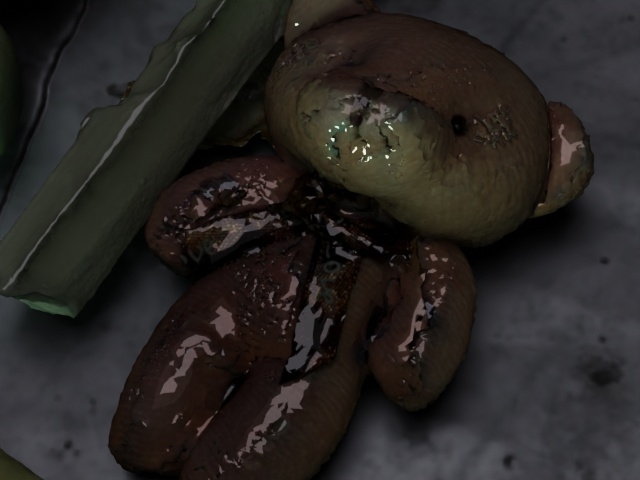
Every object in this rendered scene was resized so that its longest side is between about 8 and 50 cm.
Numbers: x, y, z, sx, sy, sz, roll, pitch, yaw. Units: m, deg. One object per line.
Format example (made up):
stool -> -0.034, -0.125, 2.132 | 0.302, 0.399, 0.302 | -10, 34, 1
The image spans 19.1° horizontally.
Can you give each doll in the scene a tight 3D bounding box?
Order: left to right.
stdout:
doll -> 0.000, 0.000, 0.993 | 0.201, 0.156, 0.303 | 29, 72, 15

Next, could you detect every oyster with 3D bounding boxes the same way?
oyster -> -0.068, -0.082, 1.111 | 0.132, 0.029, 0.086 | -2, 70, 5

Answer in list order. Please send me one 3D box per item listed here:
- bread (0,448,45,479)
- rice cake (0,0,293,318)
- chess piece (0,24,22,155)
bread -> -0.196, 0.217, 0.846 | 0.388, 0.183, 0.236 | 42, 45, 17
rice cake -> -0.096, -0.064, 1.059 | 0.052, 0.057, 0.256 | 28, 75, 26
chess piece -> -0.297, -0.083, 1.094 | 0.251, 0.144, 0.144 | 0, 60, -1
